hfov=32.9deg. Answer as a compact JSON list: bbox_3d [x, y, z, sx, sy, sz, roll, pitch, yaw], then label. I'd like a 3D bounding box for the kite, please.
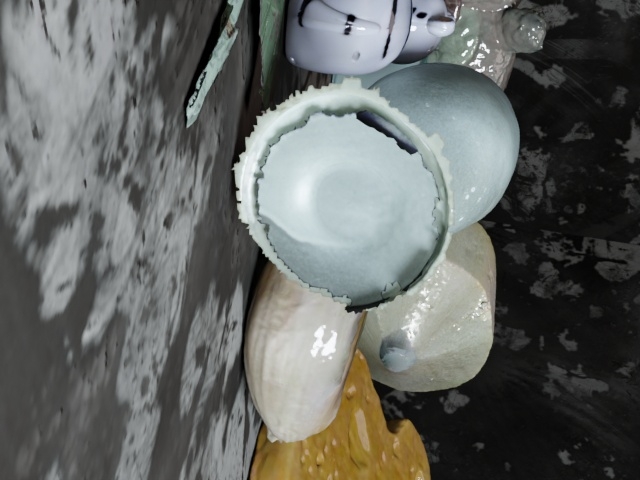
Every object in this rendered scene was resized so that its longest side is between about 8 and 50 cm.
[{"bbox_3d":[-0.037,-0.155,0.603,0.229,0.012,0.250,87,14,-48],"label":"kite"}]

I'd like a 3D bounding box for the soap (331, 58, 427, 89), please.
[{"bbox_3d":[0.066,-0.154,1.187,0.230,0.091,0.145,-63,161,-74],"label":"soap"}]

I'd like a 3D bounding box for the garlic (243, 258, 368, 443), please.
[{"bbox_3d":[-0.006,0.064,0.823,0.101,0.087,0.195,21,82,-70],"label":"garlic"}]

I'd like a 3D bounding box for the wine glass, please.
[{"bbox_3d":[0.064,-0.056,0.777,0.321,0.143,0.143,-29,130,-66],"label":"wine glass"}]

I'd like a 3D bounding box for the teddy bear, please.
[{"bbox_3d":[0.172,-0.280,1.317,0.151,0.236,0.267,-28,136,-46],"label":"teddy bear"}]

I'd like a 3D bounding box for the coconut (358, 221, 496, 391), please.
[{"bbox_3d":[0.122,0.078,1.451,0.244,0.239,0.239,-76,173,-51],"label":"coconut"}]

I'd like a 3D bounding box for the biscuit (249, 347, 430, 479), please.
[{"bbox_3d":[0.026,0.281,1.051,0.312,0.057,0.351,40,45,-48],"label":"biscuit"}]

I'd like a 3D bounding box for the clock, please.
[{"bbox_3d":[0.042,-0.168,0.816,0.176,0.117,0.080,-58,156,-72],"label":"clock"}]
